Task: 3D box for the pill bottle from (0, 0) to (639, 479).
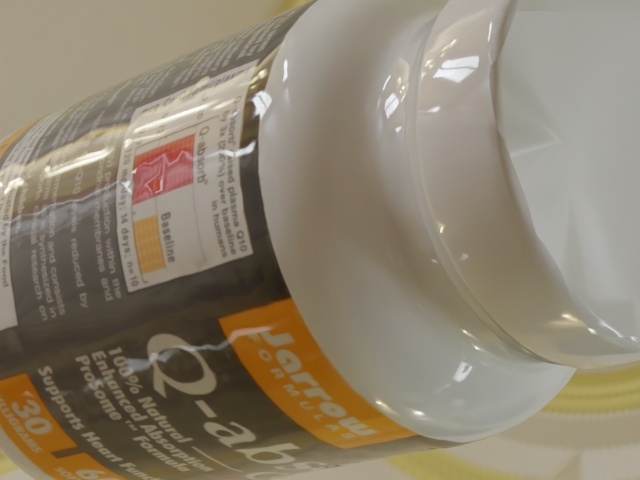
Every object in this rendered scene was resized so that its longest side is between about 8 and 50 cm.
[{"bbox_3d":[0.000,0.000,0.704,0.278,0.162,0.162,-17,-96,44],"label":"pill bottle"}]
